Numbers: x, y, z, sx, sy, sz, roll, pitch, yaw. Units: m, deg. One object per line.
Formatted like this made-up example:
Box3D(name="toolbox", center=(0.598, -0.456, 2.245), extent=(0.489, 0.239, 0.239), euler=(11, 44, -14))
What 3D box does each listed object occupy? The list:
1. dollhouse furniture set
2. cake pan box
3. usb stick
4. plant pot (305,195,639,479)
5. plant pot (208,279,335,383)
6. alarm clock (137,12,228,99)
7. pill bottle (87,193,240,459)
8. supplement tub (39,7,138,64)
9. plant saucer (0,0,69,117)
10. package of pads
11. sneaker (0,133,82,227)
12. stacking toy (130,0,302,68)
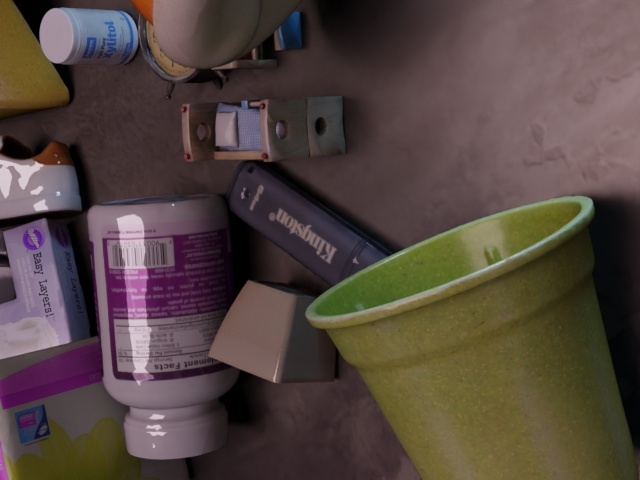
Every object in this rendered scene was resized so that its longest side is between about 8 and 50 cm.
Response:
Box3D(name="dollhouse furniture set", center=(-0.067, -0.181, 1.187), extent=(0.129, 0.129, 0.183), euler=(3, 99, 39))
Box3D(name="cake pan box", center=(-0.447, 0.120, 1.511), extent=(0.246, 0.070, 0.266), euler=(-16, 77, 10))
Box3D(name="usb stick", center=(0.000, 0.000, 1.217), extent=(0.278, 0.045, 0.077), euler=(36, 119, 30))
Box3D(name="plant pot", center=(0.161, 0.127, 0.989), extent=(0.276, 0.276, 0.254), euler=(-19, 97, 40))
Box3D(name="plant pot", center=(-0.046, 0.100, 1.238), extent=(0.109, 0.109, 0.096), euler=(16, 95, 37))
Box3D(name="alarm clock", center=(-0.157, -0.271, 1.289), extent=(0.129, 0.064, 0.192), euler=(-8, 95, 40))
Box3D(name="pill bottle", center=(-0.183, 0.100, 1.306), extent=(0.169, 0.169, 0.301), euler=(2, 98, 39))
Box3D(name="supplement tub", center=(-0.290, -0.257, 1.373), extent=(0.071, 0.107, 0.071), euler=(8, 103, 38))
Box3D(name="plant saucer", center=(-0.550, -0.288, 1.502), extent=(0.333, 0.081, 0.332), euler=(-5, 125, 40))
Box3D(name="package of pads", center=(-0.300, 0.240, 1.342), extent=(0.101, 0.296, 0.229), euler=(-14, 89, 34))
Box3D(name="sneaker", center=(-0.468, -0.081, 1.540), extent=(0.290, 0.106, 0.123), euler=(-7, 86, 18))
Box3D(name="stacking toy", center=(-0.200, -0.422, 1.042), extent=(0.480, 0.350, 0.350), euler=(34, 119, 9))
